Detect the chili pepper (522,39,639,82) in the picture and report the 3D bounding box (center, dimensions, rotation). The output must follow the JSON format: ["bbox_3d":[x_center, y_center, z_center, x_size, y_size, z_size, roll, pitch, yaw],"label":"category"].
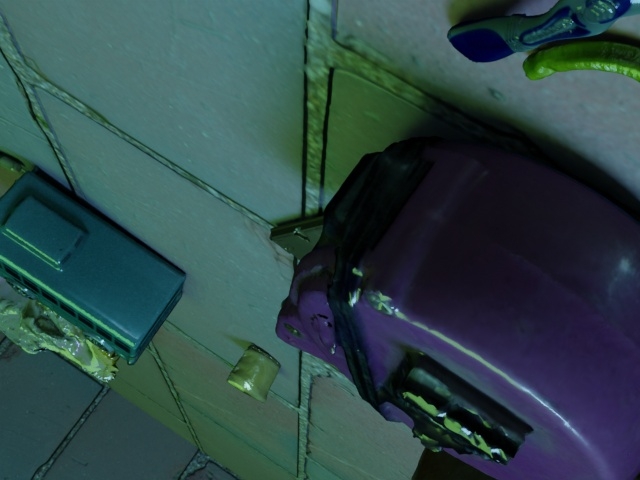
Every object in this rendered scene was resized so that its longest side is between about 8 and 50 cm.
[{"bbox_3d":[0.123,-0.075,0.433,0.083,0.017,0.030,18,155,48],"label":"chili pepper"}]

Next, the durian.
[{"bbox_3d":[-0.411,0.085,1.479,0.306,0.166,0.172,34,158,2],"label":"durian"}]

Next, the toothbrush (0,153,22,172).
[{"bbox_3d":[-0.478,-0.131,1.306,0.257,0.024,0.018,22,177,32],"label":"toothbrush"}]

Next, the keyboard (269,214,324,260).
[{"bbox_3d":[0.000,0.000,0.820,0.049,0.015,0.129,36,161,-17],"label":"keyboard"}]

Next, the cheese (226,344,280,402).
[{"bbox_3d":[-0.079,0.184,1.324,0.041,0.060,0.084,21,163,35],"label":"cheese"}]

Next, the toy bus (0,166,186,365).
[{"bbox_3d":[-0.304,0.031,1.232,0.256,0.128,0.147,34,159,-3],"label":"toy bus"}]

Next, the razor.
[{"bbox_3d":[0.096,-0.095,0.413,0.044,0.028,0.154,42,159,-19],"label":"razor"}]

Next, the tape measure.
[{"bbox_3d":[0.091,0.057,0.590,0.231,0.149,0.245,35,161,9],"label":"tape measure"}]

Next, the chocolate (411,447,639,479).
[{"bbox_3d":[0.190,0.192,0.804,0.112,0.112,0.321,38,161,-14],"label":"chocolate"}]
